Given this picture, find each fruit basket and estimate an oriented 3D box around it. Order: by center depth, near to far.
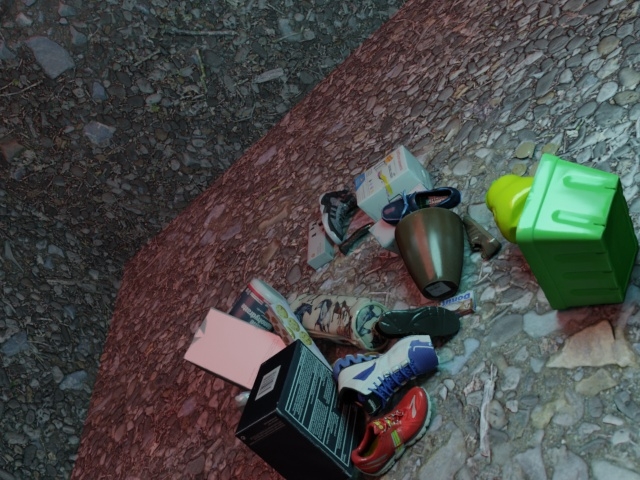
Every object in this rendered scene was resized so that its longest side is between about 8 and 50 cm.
[{"bbox_3d":[0.543,-0.030,1.467,0.392,0.392,0.283,-3,55,53],"label":"fruit basket"}]

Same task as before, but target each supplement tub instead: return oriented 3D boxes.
[{"bbox_3d":[-0.271,0.305,2.396,0.272,0.191,0.191,-51,30,0],"label":"supplement tub"}]

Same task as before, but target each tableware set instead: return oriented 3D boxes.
[{"bbox_3d":[0.665,-0.250,1.894,0.168,0.020,0.141,12,69,56],"label":"tableware set"}]

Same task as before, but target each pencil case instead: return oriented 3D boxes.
[{"bbox_3d":[0.054,0.272,2.014,0.410,0.160,0.183,-2,46,53],"label":"pencil case"}]

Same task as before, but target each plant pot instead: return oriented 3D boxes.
[{"bbox_3d":[0.342,0.057,1.831,0.215,0.215,0.230,-31,43,31],"label":"plant pot"}]

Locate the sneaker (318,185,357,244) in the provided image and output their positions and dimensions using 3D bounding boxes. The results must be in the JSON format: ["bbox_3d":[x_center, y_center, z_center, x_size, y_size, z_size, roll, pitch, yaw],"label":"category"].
[{"bbox_3d":[0.085,-0.114,2.457,0.153,0.101,0.269,-27,48,17],"label":"sneaker"}]

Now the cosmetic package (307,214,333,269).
[{"bbox_3d":[0.000,0.000,2.491,0.099,0.060,0.239,-35,33,28],"label":"cosmetic package"}]

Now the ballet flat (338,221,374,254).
[{"bbox_3d":[0.144,-0.011,2.337,0.173,0.049,0.057,-40,-1,13],"label":"ballet flat"}]

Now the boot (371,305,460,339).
[{"bbox_3d":[0.271,0.246,1.778,0.178,0.236,0.085,116,154,-74],"label":"boot"}]

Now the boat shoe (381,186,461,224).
[{"bbox_3d":[0.300,-0.123,1.873,0.258,0.089,0.109,-22,71,22],"label":"boat shoe"}]

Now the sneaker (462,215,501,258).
[{"bbox_3d":[0.472,-0.013,1.849,0.071,0.066,0.188,-47,29,9],"label":"sneaker"}]

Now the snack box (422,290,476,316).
[{"bbox_3d":[0.377,0.202,1.787,0.178,0.022,0.064,-25,37,38],"label":"snack box"}]

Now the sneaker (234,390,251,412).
[{"bbox_3d":[-0.150,0.558,1.851,0.114,0.305,0.152,-23,44,25],"label":"sneaker"}]

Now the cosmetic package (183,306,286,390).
[{"bbox_3d":[-0.265,0.411,2.144,0.384,0.156,0.217,19,69,29],"label":"cosmetic package"}]

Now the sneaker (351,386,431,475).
[{"bbox_3d":[0.188,0.505,1.617,0.279,0.118,0.107,-53,31,-2],"label":"sneaker"}]

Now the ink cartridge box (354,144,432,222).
[{"bbox_3d":[0.270,-0.193,2.223,0.232,0.168,0.171,-35,33,25],"label":"ink cartridge box"}]

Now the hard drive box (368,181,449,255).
[{"bbox_3d":[0.300,-0.066,2.017,0.232,0.181,0.089,-44,64,12],"label":"hard drive box"}]

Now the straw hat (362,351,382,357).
[{"bbox_3d":[0.162,0.403,1.818,0.144,0.144,0.061,-47,-10,8],"label":"straw hat"}]

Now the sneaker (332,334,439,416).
[{"bbox_3d":[0.180,0.392,1.674,0.315,0.127,0.182,-20,28,16],"label":"sneaker"}]

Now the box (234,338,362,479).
[{"bbox_3d":[-0.050,0.500,1.712,0.182,0.294,0.296,-38,16,26],"label":"box"}]

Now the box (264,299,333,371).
[{"bbox_3d":[-0.067,0.343,1.996,0.324,0.067,0.063,54,139,19],"label":"box"}]
